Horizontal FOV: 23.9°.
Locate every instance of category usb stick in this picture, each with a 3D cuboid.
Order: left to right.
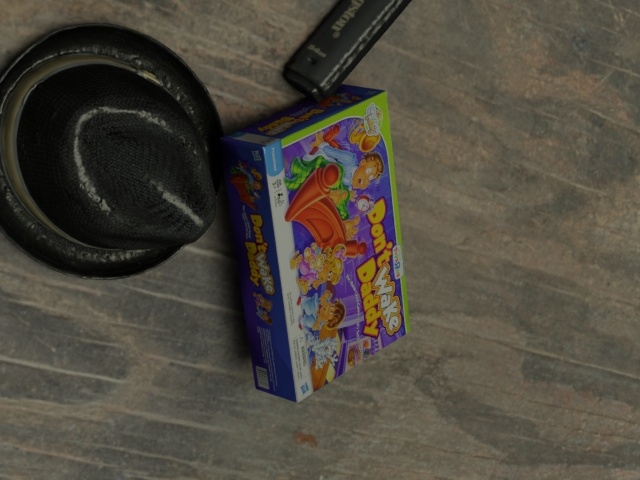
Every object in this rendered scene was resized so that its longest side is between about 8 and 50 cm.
[{"bbox_3d":[0.063,-0.296,1.924,0.278,0.077,0.045,-50,153,-7],"label":"usb stick"}]

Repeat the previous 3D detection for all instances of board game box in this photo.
[{"bbox_3d":[0.000,0.000,1.942,0.233,0.078,0.347,-29,121,-41],"label":"board game box"}]

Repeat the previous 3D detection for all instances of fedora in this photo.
[{"bbox_3d":[-0.230,-0.086,1.761,0.334,0.152,0.334,-11,112,-29],"label":"fedora"}]
